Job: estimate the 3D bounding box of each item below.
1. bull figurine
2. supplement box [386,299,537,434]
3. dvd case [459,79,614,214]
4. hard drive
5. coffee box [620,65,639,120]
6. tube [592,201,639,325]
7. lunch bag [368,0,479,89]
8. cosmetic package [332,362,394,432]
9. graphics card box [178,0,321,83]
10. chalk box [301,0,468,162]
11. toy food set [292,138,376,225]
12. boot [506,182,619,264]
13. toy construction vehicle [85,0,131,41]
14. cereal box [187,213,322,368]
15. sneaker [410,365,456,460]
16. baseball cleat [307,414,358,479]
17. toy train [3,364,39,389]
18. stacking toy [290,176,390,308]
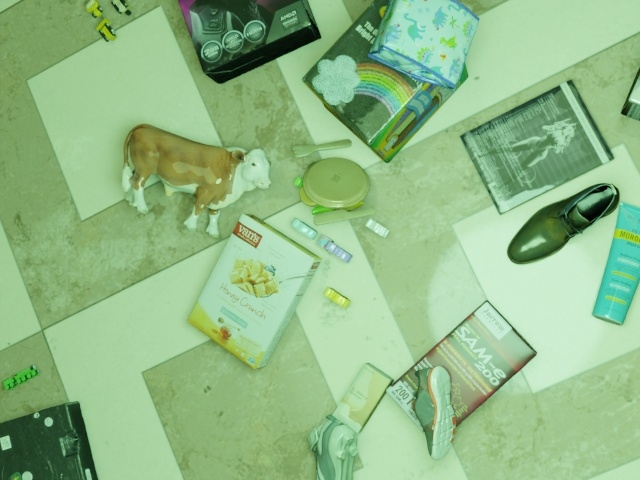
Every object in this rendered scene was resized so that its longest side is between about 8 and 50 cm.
[{"bbox_3d":[-0.241,-0.117,1.648,0.311,0.101,0.188,20,91,14],"label":"bull figurine"},{"bbox_3d":[0.248,0.230,1.511,0.239,0.073,0.130,-44,77,6],"label":"supplement box"},{"bbox_3d":[0.385,-0.167,1.544,0.221,0.018,0.164,-27,78,11],"label":"dvd case"},{"bbox_3d":[-0.607,0.475,1.700,0.339,0.064,0.236,-19,81,11],"label":"hard drive"},{"bbox_3d":[0.677,-0.244,1.427,0.297,0.119,0.168,24,92,14],"label":"coffee box"},{"bbox_3d":[0.524,0.041,1.479,0.080,0.052,0.207,20,83,5],"label":"tube"},{"bbox_3d":[0.172,-0.330,1.391,0.151,0.096,0.128,20,88,-14],"label":"lunch bag"},{"bbox_3d":[0.078,0.285,1.563,0.060,0.041,0.115,31,93,15],"label":"cosmetic package"},{"bbox_3d":[-0.171,-0.519,1.674,0.233,0.094,0.370,-21,81,11],"label":"graphics card box"},{"bbox_3d":[0.142,-0.313,1.536,0.289,0.179,0.180,-45,76,5],"label":"chalk box"},{"bbox_3d":[0.024,-0.101,1.585,0.133,0.038,0.192,-9,54,-8],"label":"toy food set"},{"bbox_3d":[0.414,-0.035,1.478,0.219,0.106,0.082,-35,78,8],"label":"boot"},{"bbox_3d":[-0.430,-0.467,1.765,0.086,0.035,0.098,-43,74,18],"label":"toy construction vehicle"},{"bbox_3d":[-0.125,0.093,1.604,0.173,0.047,0.240,31,102,21],"label":"cereal box"},{"bbox_3d":[0.187,0.292,1.464,0.065,0.061,0.157,-5,83,41],"label":"sneaker"},{"bbox_3d":[0.017,0.415,1.560,0.109,0.072,0.205,30,112,51],"label":"baseball cleat"},{"bbox_3d":[-0.606,0.277,1.743,0.083,0.017,0.023,-28,68,10],"label":"toy train"},{"bbox_3d":[0.000,0.000,1.604,0.221,0.052,0.167,32,93,15],"label":"stacking toy"}]
